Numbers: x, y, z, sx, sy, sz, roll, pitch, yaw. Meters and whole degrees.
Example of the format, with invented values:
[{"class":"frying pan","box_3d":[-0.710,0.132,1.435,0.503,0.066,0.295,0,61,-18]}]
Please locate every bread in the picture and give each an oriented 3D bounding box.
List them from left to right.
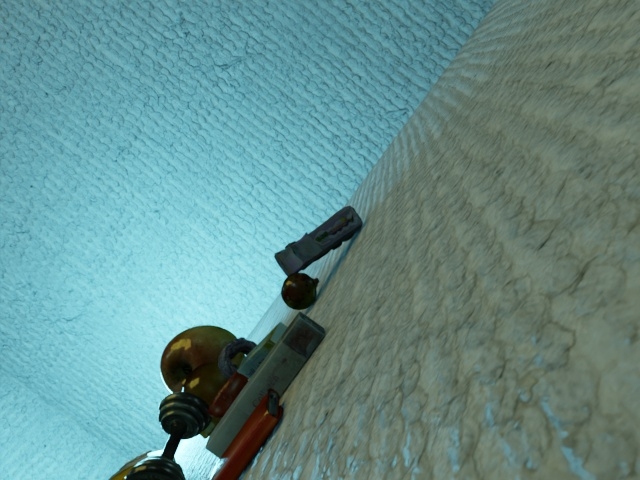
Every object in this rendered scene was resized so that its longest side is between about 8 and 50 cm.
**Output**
[{"class":"bread","box_3d":[-0.364,0.610,1.992,0.149,0.073,0.122,-51,-1,21]}]

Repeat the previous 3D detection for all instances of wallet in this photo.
[{"class":"wallet","box_3d":[-0.150,0.413,1.184,0.204,0.045,0.142,-55,6,3]}]

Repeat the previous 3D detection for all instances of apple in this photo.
[{"class":"apple","box_3d":[-0.491,0.512,2.433,0.339,0.338,0.305,-53,-11,19]}]

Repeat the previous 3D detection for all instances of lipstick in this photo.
[{"class":"lipstick","box_3d":[-0.127,0.339,1.334,0.372,0.076,0.080,-54,4,2]}]

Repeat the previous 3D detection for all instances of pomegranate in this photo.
[{"class":"pomegranate","box_3d":[-0.068,0.160,1.858,0.130,0.130,0.130,-54,4,5]}]

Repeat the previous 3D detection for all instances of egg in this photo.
[{"class":"egg","box_3d":[-0.594,0.850,1.967,0.264,0.174,0.286,-28,3,-33]}]

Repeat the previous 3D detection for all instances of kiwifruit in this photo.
[{"class":"kiwifruit","box_3d":[-0.414,0.554,2.158,0.196,0.196,0.234,-53,-1,14]}]

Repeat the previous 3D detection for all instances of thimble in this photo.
[{"class":"thimble","box_3d":[-0.285,0.423,2.039,0.150,0.150,0.098,-57,4,-33]}]

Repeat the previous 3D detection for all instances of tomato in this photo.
[{"class":"tomato","box_3d":[-0.291,0.506,1.855,0.174,0.082,0.166,-53,3,-35]}]

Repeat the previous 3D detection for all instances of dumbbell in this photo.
[{"class":"dumbbell","box_3d":[-0.458,0.634,1.767,0.179,0.179,0.406,-52,12,28]}]

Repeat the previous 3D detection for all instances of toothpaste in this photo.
[{"class":"toothpaste","box_3d":[-0.148,0.326,1.644,0.313,0.089,0.071,-49,12,54]}]

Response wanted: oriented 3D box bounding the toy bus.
[{"class":"toy bus","box_3d":[0.000,0.000,1.946,0.317,0.113,0.138,-35,-2,-32]}]
